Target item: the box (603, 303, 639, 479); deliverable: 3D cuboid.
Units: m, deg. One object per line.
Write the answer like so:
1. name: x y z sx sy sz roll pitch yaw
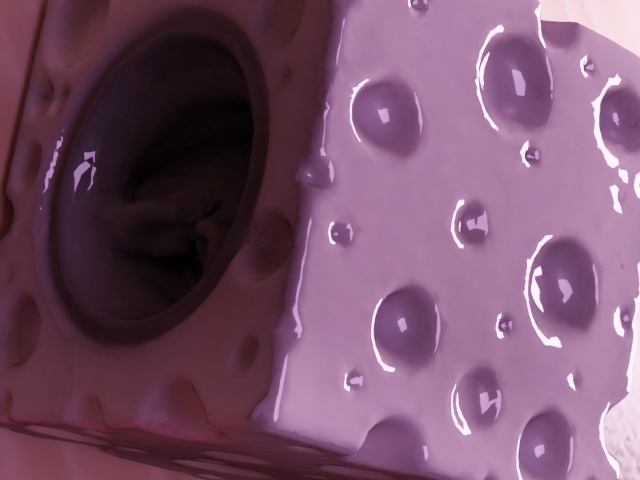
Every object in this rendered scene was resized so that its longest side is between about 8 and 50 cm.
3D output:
1. box: 0.166 0.078 1.203 0.274 0.138 0.178 -35 113 -39

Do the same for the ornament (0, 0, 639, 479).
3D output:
1. ornament: 0.000 0.000 0.991 0.240 0.240 0.239 20 74 -41
